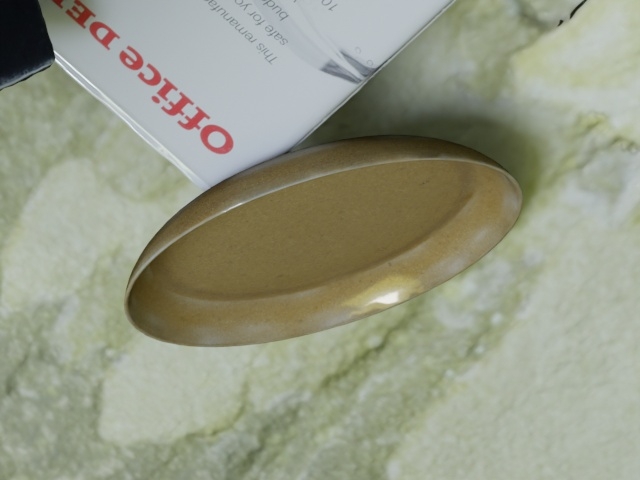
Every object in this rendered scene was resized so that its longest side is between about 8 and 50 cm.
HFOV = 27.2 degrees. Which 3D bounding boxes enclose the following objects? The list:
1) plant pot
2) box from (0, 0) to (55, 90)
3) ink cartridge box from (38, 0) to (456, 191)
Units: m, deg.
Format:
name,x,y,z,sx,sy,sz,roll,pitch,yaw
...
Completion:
name,x,y,z,sx,sy,sz,roll,pitch,yaw
plant pot,0.000,0.000,0.765,0.236,0.032,0.236,-14,158,-6
box,-0.317,-0.229,0.608,0.312,0.179,0.343,23,136,44
ink cartridge box,-0.022,-0.187,0.668,0.207,0.117,0.283,42,124,-13
